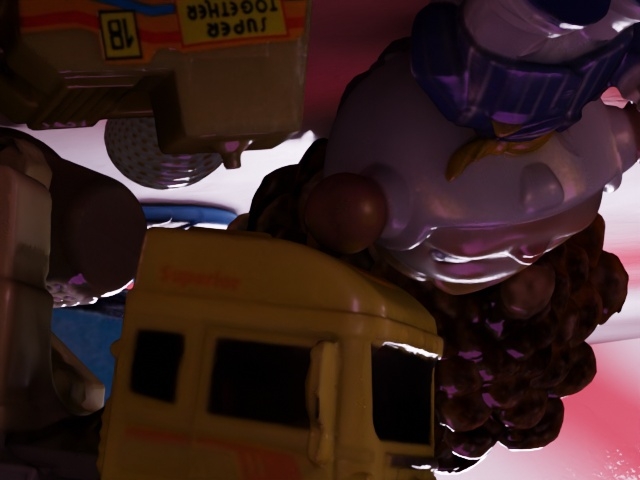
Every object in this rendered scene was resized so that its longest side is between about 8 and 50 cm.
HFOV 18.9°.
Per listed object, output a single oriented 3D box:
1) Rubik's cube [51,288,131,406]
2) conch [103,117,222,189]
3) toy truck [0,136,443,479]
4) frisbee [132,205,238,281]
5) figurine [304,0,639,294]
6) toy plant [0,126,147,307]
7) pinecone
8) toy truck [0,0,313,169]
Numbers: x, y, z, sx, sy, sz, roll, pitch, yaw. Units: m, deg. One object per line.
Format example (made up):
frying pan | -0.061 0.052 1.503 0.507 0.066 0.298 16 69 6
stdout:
Rubik's cube | -0.294 0.191 1.459 0.318 0.313 0.316 9 169 -8
conch | -0.072 -0.058 1.018 0.076 0.056 0.085 -16 179 -33
toy truck | -0.140 0.077 0.933 0.405 0.254 0.180 6 177 17
frisbee | -0.174 0.014 1.457 0.242 0.045 0.242 -8 172 -1
figurine | 0.075 -0.062 0.892 0.194 0.133 0.274 -24 161 1
toy plant | -0.197 -0.012 1.084 0.200 0.105 0.143 5 163 31
pinecone | 0.049 0.033 1.177 0.224 0.224 0.272 0 -178 -35
toy truck | -0.132 -0.082 0.577 0.257 0.127 0.127 1 171 -21
